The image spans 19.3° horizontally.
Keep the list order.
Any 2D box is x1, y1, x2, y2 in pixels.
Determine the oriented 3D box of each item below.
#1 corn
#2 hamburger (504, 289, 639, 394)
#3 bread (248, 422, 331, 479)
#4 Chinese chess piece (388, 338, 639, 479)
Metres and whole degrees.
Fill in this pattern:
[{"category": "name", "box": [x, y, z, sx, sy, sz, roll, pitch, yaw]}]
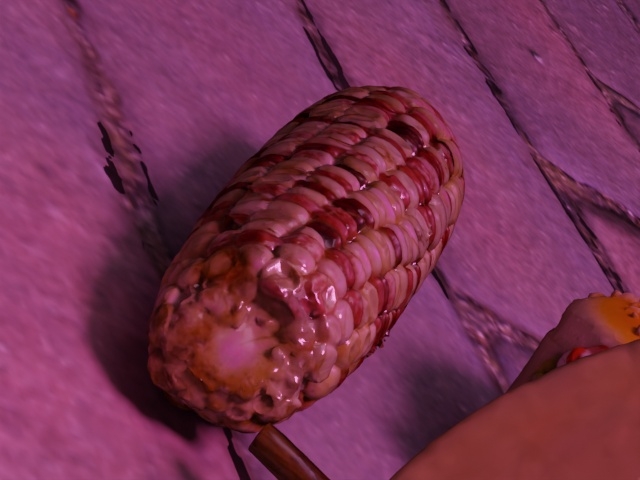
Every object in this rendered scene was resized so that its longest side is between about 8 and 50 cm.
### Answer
[{"category": "corn", "box": [0.000, 0.000, 0.705, 0.086, 0.086, 0.253, 45, 21, -1]}, {"category": "hamburger", "box": [0.156, 0.116, 0.739, 0.210, 0.116, 0.173, 46, 18, 1]}, {"category": "bread", "box": [0.101, 0.179, 0.558, 0.344, 0.084, 0.124, 47, 20, 7]}, {"category": "Chinese chess piece", "box": [0.104, 0.136, 0.423, 0.097, 0.251, 0.251, 68, -2, -48]}]
